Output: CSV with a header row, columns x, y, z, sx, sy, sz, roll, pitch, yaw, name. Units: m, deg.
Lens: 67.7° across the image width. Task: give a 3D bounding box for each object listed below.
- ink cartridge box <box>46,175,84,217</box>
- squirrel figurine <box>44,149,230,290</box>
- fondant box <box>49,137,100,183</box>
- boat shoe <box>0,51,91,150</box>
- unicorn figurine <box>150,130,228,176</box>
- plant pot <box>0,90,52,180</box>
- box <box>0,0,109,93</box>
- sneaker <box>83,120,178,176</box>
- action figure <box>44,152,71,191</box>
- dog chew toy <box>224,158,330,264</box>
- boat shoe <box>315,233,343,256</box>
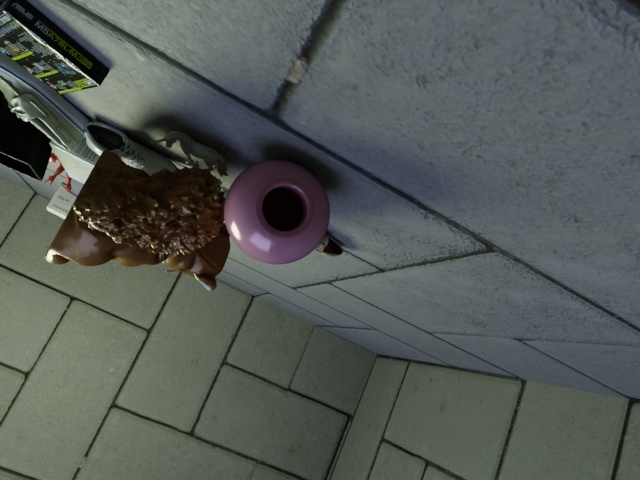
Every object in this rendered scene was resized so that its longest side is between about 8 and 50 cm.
x,y,z,sx,sy,sz,roll,pitch,yaw,name
-0.904,-0.166,1.782,0.140,0.190,0.082,32,163,-27,ink cartridge box
-0.362,-0.023,1.088,0.371,0.280,0.397,29,156,-26,squirrel figurine
-0.636,-0.213,1.423,0.238,0.096,0.330,28,165,-13,fondant box
-0.670,-0.322,1.115,0.109,0.094,0.302,14,162,31,boat shoe
-0.279,-0.196,1.053,0.162,0.060,0.111,10,161,-9,unicorn figurine
-0.830,-0.293,1.298,0.188,0.166,0.188,25,165,-16,plant pot
-0.522,-0.355,0.892,0.191,0.045,0.184,8,160,41,box
-0.480,-0.212,1.202,0.258,0.094,0.091,25,169,-3,sneaker
-0.854,-0.205,1.700,0.280,0.139,0.091,33,161,-21,action figure
-0.104,-0.053,1.016,0.207,0.206,0.332,27,172,-12,dog chew toy
0.000,0.000,1.278,0.059,0.062,0.170,5,165,42,boat shoe
